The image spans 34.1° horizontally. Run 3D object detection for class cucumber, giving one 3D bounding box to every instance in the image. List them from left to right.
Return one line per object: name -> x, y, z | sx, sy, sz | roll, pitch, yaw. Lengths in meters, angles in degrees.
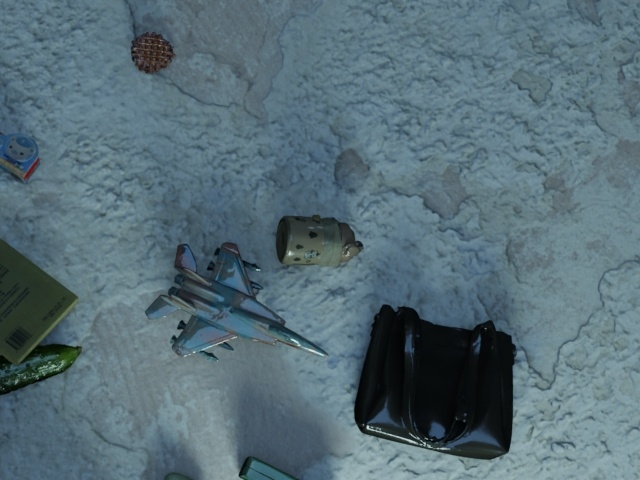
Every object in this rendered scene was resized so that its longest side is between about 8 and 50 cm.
cucumber -> -0.522, 0.223, 1.800 | 0.227, 0.069, 0.069 | -16, 82, -14

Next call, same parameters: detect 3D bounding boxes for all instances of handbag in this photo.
handbag -> 0.215, 0.254, 1.892 | 0.285, 0.113, 0.257 | 12, 70, -6

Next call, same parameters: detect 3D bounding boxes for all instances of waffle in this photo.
waffle -> -0.317, -0.355, 1.965 | 0.083, 0.029, 0.075 | -36, 89, -17

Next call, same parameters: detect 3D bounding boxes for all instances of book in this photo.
book -> -0.560, 0.092, 1.808 | 0.231, 0.026, 0.161 | 36, 63, 8

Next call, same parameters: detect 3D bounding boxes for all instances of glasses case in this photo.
glasses case -> -0.053, 0.436, 1.824 | 0.184, 0.078, 0.039 | 28, 73, -3

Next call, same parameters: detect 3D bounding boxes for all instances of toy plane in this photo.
toy plane -> -0.136, 0.138, 1.860 | 0.326, 0.104, 0.223 | 27, 77, -7

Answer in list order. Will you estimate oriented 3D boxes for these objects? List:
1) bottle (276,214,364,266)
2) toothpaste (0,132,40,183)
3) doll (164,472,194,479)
bottle -> 0.000, 0.001, 1.916 | 0.152, 0.099, 0.099 | 1, 79, -18
toothpaste -> -0.595, -0.186, 1.881 | 0.193, 0.044, 0.070 | 33, 74, -2
doll -> -0.226, 0.504, 1.789 | 0.103, 0.071, 0.214 | 1, 69, -31
